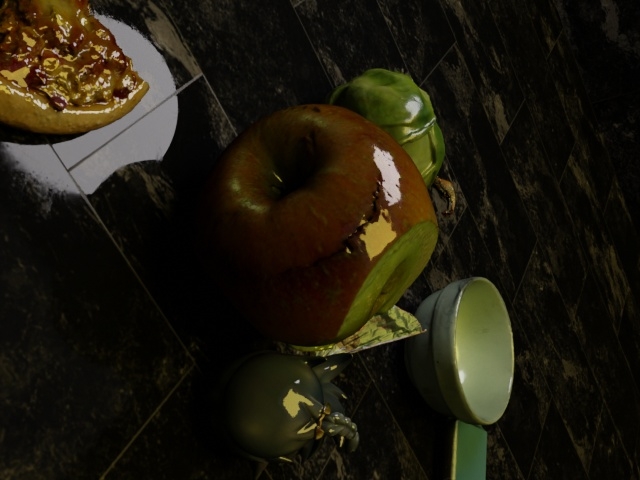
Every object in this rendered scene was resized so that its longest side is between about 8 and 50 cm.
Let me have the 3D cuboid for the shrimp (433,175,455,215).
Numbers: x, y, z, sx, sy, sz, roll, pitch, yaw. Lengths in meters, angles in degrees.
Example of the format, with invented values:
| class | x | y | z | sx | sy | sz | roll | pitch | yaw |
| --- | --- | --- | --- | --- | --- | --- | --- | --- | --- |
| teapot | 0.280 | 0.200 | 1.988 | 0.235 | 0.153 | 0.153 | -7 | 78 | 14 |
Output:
| class | x | y | z | sx | sy | sz | roll | pitch | yaw |
| --- | --- | --- | --- | --- | --- | --- | --- | --- | --- |
| shrimp | 0.300 | -0.113 | 1.832 | 0.127 | 0.025 | 0.091 | 36 | 55 | -46 |

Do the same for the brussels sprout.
| class | x | y | z | sx | sy | sz | roll | pitch | yaw |
| --- | --- | --- | --- | --- | --- | --- | --- | --- | --- |
| brussels sprout | 0.117 | -0.196 | 1.439 | 0.294 | 0.227 | 0.259 | -107 | 177 | -61 |

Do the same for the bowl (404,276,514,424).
| class | x | y | z | sx | sy | sz | roll | pitch | yaw |
| --- | --- | --- | --- | --- | --- | --- | --- | --- | --- |
| bowl | 0.287 | 0.236 | 1.599 | 0.307 | 0.163 | 0.307 | 20 | 65 | -50 |

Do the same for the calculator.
| class | x | y | z | sx | sy | sz | roll | pitch | yaw |
| --- | --- | --- | --- | --- | --- | --- | --- | --- | --- |
| calculator | 0.310 | 0.512 | 1.647 | 0.173 | 0.051 | 0.293 | 33 | 56 | -46 |

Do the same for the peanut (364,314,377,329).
| class | x | y | z | sx | sy | sz | roll | pitch | yaw |
| --- | --- | --- | --- | --- | --- | --- | --- | --- | --- |
| peanut | 0.072 | 0.115 | 1.421 | 0.076 | 0.076 | 0.152 | -20 | 93 | -54 |

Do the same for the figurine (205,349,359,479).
| class | x | y | z | sx | sy | sz | roll | pitch | yaw |
| --- | --- | --- | --- | --- | --- | --- | --- | --- | --- |
| figurine | -0.049 | 0.255 | 1.148 | 0.265 | 0.197 | 0.175 | 6 | 62 | -45 |

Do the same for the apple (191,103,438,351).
| class | x | y | z | sx | sy | sz | roll | pitch | yaw |
| --- | --- | --- | --- | --- | --- | --- | --- | --- | --- |
| apple | 0.000 | 0.000 | 1.123 | 0.374 | 0.374 | 0.384 | 39 | 36 | -41 |

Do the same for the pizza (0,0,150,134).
| class | x | y | z | sx | sy | sz | roll | pitch | yaw |
| --- | --- | --- | --- | --- | --- | --- | --- | --- | --- |
| pizza | -0.336 | -0.252 | 0.968 | 0.289 | 0.081 | 0.229 | -14 | 92 | -52 |

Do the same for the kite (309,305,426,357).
| class | x | y | z | sx | sy | sz | roll | pitch | yaw |
| --- | --- | --- | --- | --- | --- | --- | --- | --- | --- |
| kite | 0.054 | 0.109 | 1.367 | 0.323 | 0.013 | 0.268 | 38 | 71 | -13 |
